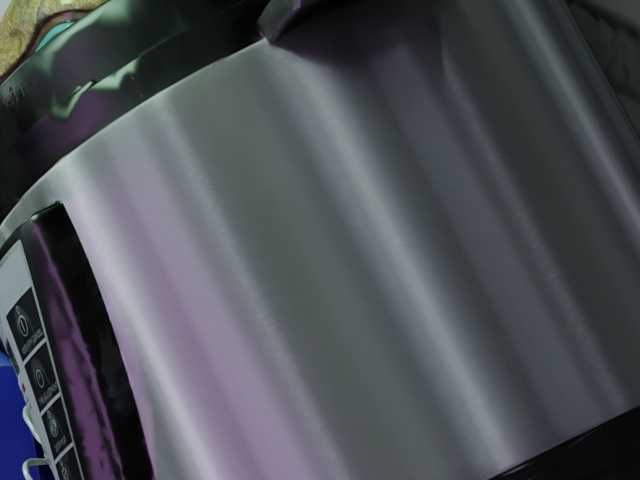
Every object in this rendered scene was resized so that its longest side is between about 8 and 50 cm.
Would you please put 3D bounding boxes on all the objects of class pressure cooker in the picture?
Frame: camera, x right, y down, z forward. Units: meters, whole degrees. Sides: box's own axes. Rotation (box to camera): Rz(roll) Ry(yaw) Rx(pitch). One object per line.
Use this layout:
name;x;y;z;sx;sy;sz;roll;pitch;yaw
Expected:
pressure cooker;0.005;-0.002;0.953;0.370;0.375;0.420;-31;79;27

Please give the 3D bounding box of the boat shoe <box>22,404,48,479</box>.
boat shoe;-0.193;0.164;1.461;0.136;0.156;0.367;55;163;25

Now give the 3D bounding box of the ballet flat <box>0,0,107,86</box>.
ballet flat;-0.244;-0.172;1.484;0.348;0.123;0.123;-35;78;58

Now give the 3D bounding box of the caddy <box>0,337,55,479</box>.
caddy;-0.300;0.197;1.638;0.179;0.241;0.341;21;123;45
